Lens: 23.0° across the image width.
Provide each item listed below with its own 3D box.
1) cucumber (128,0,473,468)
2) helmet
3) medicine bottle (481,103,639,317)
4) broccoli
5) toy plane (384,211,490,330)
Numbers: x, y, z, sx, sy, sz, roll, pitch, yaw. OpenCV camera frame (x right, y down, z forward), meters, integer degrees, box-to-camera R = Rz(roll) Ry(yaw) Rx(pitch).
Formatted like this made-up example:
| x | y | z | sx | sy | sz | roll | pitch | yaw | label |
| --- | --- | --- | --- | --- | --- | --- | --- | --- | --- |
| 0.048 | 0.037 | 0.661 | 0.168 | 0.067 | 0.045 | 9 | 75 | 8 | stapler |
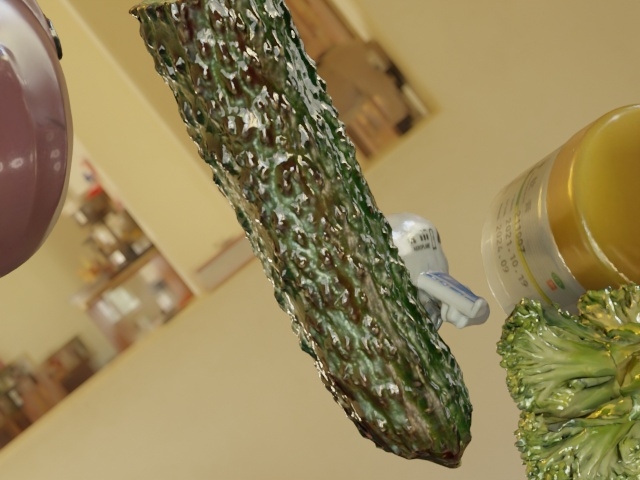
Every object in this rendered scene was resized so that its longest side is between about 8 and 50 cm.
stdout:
| x | y | z | sx | sy | sz | roll | pitch | yaw | label |
| --- | --- | --- | --- | --- | --- | --- | --- | --- | --- |
| 0.000 | 0.000 | 0.980 | 0.096 | 0.359 | 0.096 | -22 | 17 | 7 | cucumber |
| -0.339 | -0.095 | 1.409 | 0.271 | 0.197 | 0.338 | -17 | -39 | -29 | helmet |
| 0.334 | -0.009 | 1.799 | 0.238 | 0.238 | 0.232 | -40 | 2 | -29 | medicine bottle |
| 0.297 | 0.129 | 1.454 | 0.252 | 0.221 | 0.361 | -14 | -11 | 2 | broccoli |
| 0.063 | 0.026 | 1.703 | 0.267 | 0.267 | 0.123 | -61 | -5 | -81 | toy plane |
